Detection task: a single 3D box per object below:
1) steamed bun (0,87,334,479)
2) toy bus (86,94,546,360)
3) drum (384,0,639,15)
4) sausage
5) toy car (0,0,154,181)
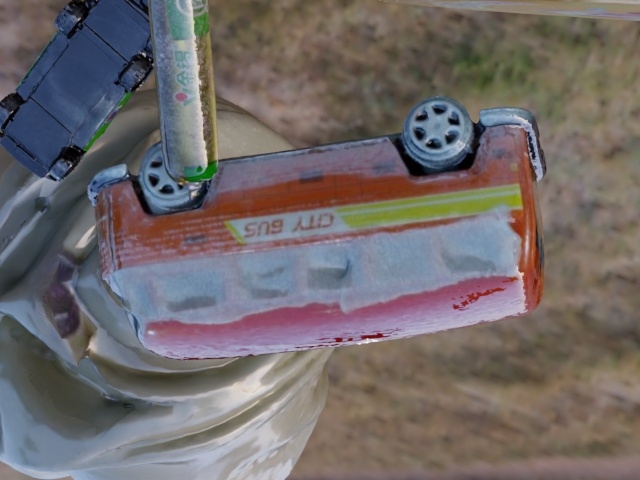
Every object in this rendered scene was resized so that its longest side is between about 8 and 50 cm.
[{"bbox_3d":[-0.137,0.053,1.453,0.342,0.368,0.255,-8,171,-12],"label":"steamed bun"},{"bbox_3d":[0.000,0.000,1.007,0.265,0.120,0.121,-8,164,9],"label":"toy bus"},{"bbox_3d":[0.229,-0.222,0.932,0.431,0.214,0.431,4,-174,0],"label":"drum"},{"bbox_3d":[-0.076,-0.148,0.916,0.032,0.269,0.033,-2,-159,1],"label":"sausage"},{"bbox_3d":[-0.154,-0.116,1.188,0.071,0.165,0.062,41,-158,2],"label":"toy car"}]
